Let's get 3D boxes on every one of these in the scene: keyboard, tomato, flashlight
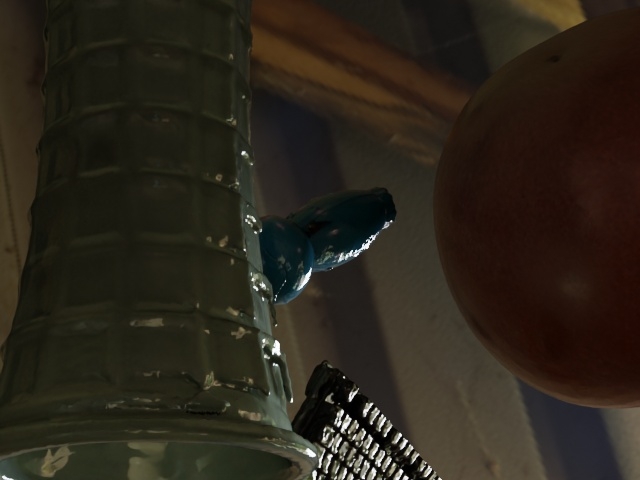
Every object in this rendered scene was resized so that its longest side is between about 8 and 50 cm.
[{"bbox_3d":[0.033,0.140,0.678,0.023,0.231,0.072,20,-108,31],"label":"keyboard"},{"bbox_3d":[0.195,-0.023,0.795,0.224,0.255,0.256,55,-138,-19],"label":"tomato"},{"bbox_3d":[0.000,0.000,0.737,0.129,0.051,0.051,-23,-107,-47],"label":"flashlight"}]

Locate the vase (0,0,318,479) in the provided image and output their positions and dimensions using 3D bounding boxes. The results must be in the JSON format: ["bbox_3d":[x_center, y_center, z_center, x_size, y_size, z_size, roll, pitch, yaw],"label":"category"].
[{"bbox_3d":[-0.075,-0.044,0.566,0.143,0.143,0.299,10,-114,-28],"label":"vase"}]
